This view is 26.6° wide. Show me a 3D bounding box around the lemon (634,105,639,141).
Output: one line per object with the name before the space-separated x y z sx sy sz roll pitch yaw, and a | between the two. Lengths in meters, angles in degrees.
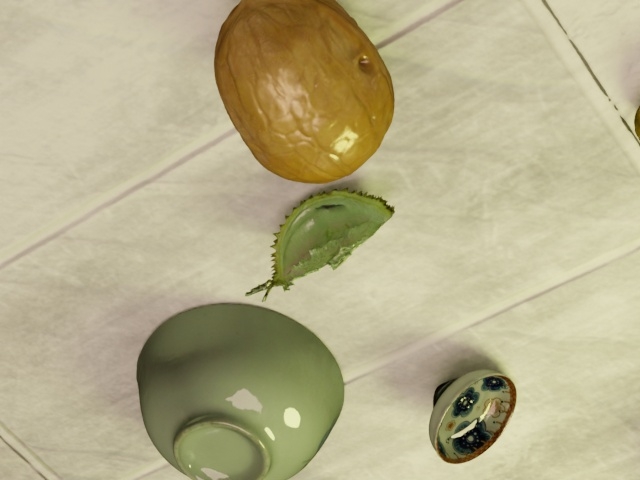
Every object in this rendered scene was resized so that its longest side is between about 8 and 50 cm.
lemon | 0.401 -0.137 1.496 0.110 0.082 0.082 -22 120 30

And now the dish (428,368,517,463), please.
dish | 0.184 0.218 1.797 0.141 0.078 0.141 -21 128 -29

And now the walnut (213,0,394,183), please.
walnut | -0.018 -0.171 1.463 0.193 0.193 0.226 -21 111 22

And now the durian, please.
durian | 0.000 0.000 1.641 0.215 0.100 0.086 -32 113 20

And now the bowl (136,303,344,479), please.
bowl | -0.117 0.239 1.807 0.289 0.146 0.289 4 127 5
